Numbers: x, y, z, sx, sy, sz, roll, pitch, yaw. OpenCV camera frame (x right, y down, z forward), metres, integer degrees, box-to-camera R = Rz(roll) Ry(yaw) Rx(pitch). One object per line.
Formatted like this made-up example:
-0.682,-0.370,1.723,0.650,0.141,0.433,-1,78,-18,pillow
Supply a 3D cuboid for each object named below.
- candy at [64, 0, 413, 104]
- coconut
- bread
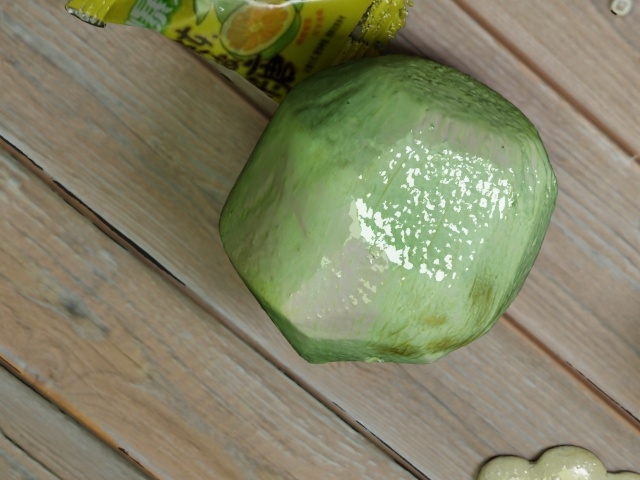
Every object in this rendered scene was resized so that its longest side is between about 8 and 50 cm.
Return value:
-0.079,-0.229,1.608,0.297,0.081,0.187,26,120,-18,candy
0.060,-0.012,1.586,0.328,0.281,0.328,-24,139,-22,coconut
0.288,0.321,1.848,0.250,0.039,0.182,26,119,-3,bread
